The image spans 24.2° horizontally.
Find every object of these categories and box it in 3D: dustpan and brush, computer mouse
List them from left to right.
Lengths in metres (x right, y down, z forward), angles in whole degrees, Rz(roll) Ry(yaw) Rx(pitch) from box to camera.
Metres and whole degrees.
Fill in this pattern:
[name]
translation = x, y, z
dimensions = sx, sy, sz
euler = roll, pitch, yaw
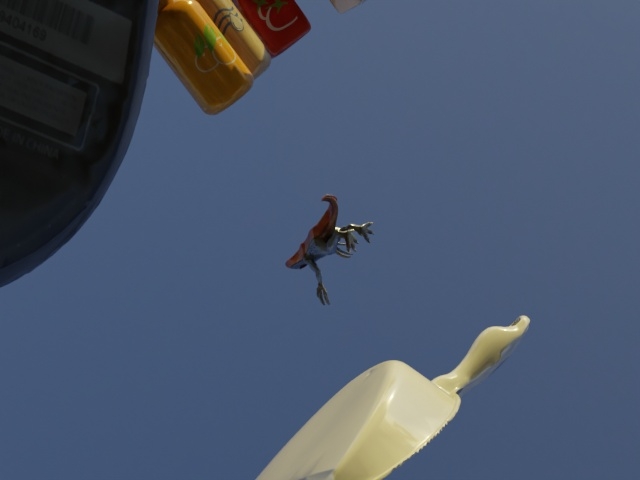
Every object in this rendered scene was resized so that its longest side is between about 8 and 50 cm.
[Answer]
[computer mouse]
translation = -0.093, -0.113, 0.439
dimensions = 0.072, 0.188, 0.272
euler = 3, -109, 48
[dustpan and brush]
translation = 0.045, 0.099, 0.838
dimensions = 0.060, 0.147, 0.211
euler = 45, -119, -6

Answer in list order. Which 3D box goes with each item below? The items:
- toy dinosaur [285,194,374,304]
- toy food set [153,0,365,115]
[toy dinosaur]
translation = 0.000, 0.000, 1.137
dimensions = 0.082, 0.090, 0.047
euler = -9, -153, 37
[toy food set]
translation = -0.026, -0.188, 0.999
dimensions = 0.232, 0.111, 0.104
euler = -40, -79, -17
